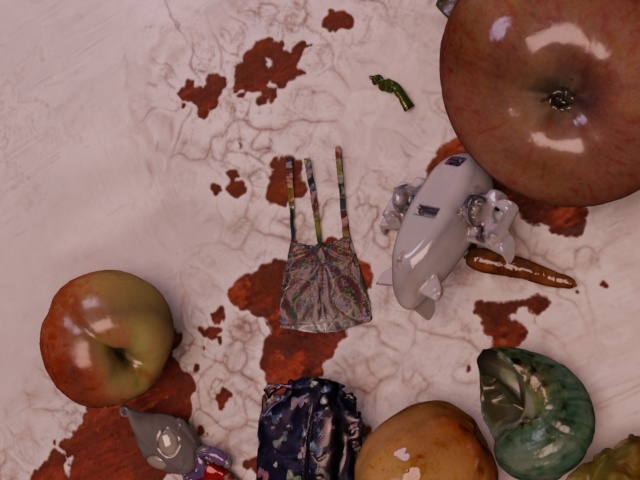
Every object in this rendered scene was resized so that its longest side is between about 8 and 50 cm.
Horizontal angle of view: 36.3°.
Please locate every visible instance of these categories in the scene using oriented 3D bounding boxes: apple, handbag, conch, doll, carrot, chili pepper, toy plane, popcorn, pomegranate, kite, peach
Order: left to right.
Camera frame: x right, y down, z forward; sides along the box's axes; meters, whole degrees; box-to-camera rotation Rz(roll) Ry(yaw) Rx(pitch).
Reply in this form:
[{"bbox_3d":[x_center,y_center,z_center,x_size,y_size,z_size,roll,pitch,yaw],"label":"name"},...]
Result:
[{"bbox_3d":[-0.342,0.148,1.554,0.232,0.232,0.233,-1,88,21],"label":"peach"},{"bbox_3d":[-0.230,0.333,1.555,0.227,0.075,0.102,37,111,6],"label":"doll"},{"bbox_3d":[-0.011,0.331,1.442,0.162,0.113,0.260,3,91,42],"label":"handbag"},{"bbox_3d":[0.000,0.000,1.511,0.152,0.015,0.286,-4,89,18],"label":"kite"},{"bbox_3d":[0.109,-0.227,1.473,0.083,0.022,0.027,41,101,13],"label":"chili pepper"},{"bbox_3d":[0.142,0.321,1.343,0.207,0.207,0.207,-1,88,21],"label":"pomegranate"},{"bbox_3d":[0.173,-0.011,1.380,0.244,0.117,0.245,-25,45,28],"label":"toy plane"},{"bbox_3d":[0.284,0.040,1.388,0.165,0.035,0.036,13,93,19],"label":"carrot"},{"bbox_3d":[0.291,0.244,1.333,0.175,0.122,0.188,2,86,42],"label":"conch"},{"bbox_3d":[0.313,-0.204,1.238,0.344,0.269,0.345,1,101,3],"label":"apple"},{"bbox_3d":[0.408,0.353,1.252,0.187,0.185,0.167,-27,103,7],"label":"popcorn"}]

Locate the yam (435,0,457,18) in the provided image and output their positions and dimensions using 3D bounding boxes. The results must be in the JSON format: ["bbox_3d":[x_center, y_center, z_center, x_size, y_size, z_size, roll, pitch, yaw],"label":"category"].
[{"bbox_3d":[0.264,-0.406,1.377,0.106,0.106,0.259,39,101,18],"label":"yam"}]
